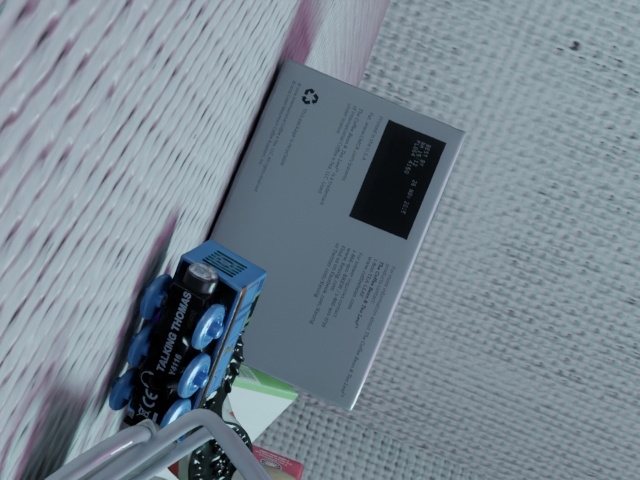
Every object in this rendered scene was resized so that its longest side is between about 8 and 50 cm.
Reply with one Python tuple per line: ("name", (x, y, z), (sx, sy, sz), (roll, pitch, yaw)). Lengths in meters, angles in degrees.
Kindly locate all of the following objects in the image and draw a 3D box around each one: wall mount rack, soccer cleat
("wall mount rack", (-0.175, 0.248, 1.047), (0.304, 0.130, 0.350), (-35, 172, -6))
("soccer cleat", (-0.141, 0.141, 1.409), (0.108, 0.116, 0.318), (-37, 147, -24))

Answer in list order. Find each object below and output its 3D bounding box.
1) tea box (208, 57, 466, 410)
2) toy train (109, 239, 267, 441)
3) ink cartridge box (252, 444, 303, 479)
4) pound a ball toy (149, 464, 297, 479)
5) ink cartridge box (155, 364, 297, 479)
("tea box", (0.000, 0.000, 1.652), (0.323, 0.220, 0.329), (79, 34, -86))
("toy train", (-0.115, 0.092, 1.221), (0.105, 0.080, 0.184), (-31, 146, -59))
("ink cartridge box", (-0.151, 0.377, 1.945), (0.283, 0.207, 0.117), (-64, 175, -73))
("pound a ball toy", (-0.172, 0.342, 1.341), (0.208, 0.136, 0.319), (-4, -125, 46))
("ink cartridge box", (-0.153, 0.245, 1.719), (0.235, 0.056, 0.171), (-47, 153, 10))
